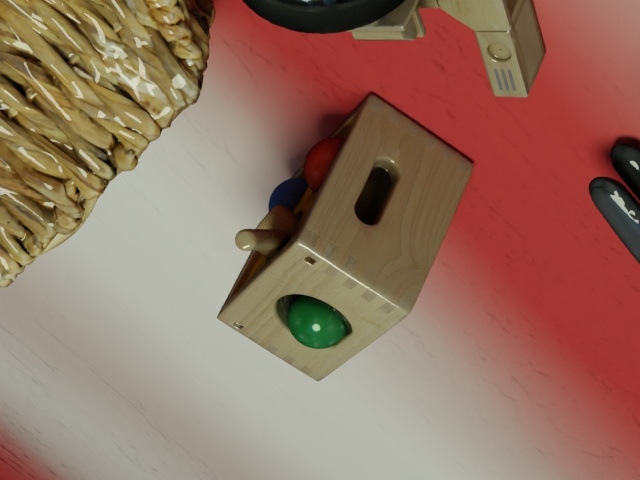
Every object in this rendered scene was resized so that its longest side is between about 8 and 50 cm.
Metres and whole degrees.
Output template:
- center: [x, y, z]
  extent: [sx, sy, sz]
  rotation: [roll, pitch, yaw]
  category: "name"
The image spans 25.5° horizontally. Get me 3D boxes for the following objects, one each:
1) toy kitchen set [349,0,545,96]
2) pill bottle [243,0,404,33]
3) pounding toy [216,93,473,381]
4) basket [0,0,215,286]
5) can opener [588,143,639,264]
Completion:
- center: [0.051, -0.095, 0.670]
  extent: [0.083, 0.068, 0.075]
  rotation: [5, 140, 29]
  category: "toy kitchen set"
- center: [-0.009, -0.178, 0.538]
  extent: [0.123, 0.122, 0.219]
  rotation: [16, 158, 14]
  category: "pill bottle"
- center: [0.000, 0.000, 0.764]
  extent: [0.100, 0.141, 0.130]
  rotation: [33, 145, -10]
  category: "pounding toy"
- center: [-0.198, -0.166, 0.718]
  extent: [0.299, 0.223, 0.213]
  rotation: [39, 111, -18]
  category: "basket"
- center: [0.203, 0.025, 0.739]
  extent: [0.186, 0.059, 0.073]
  rotation: [42, 143, -23]
  category: "can opener"
